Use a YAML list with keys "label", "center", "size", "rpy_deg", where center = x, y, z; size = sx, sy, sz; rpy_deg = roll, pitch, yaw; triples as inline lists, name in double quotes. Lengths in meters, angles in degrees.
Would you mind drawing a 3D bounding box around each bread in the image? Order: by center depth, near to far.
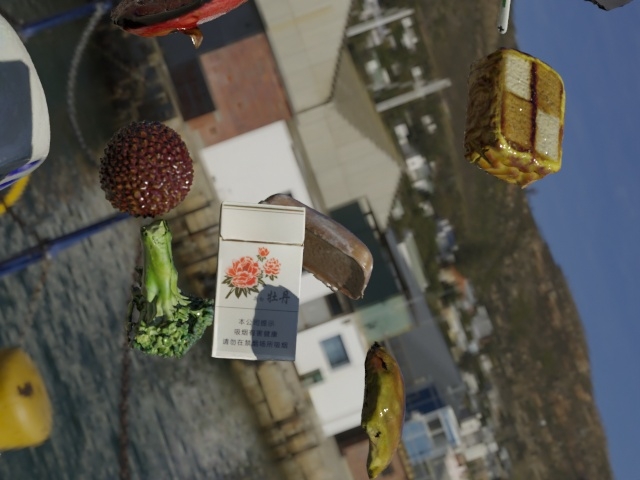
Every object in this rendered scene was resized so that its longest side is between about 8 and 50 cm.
- label: "bread"
  center: [0.327, -0.202, 1.883]
  size: [0.096, 0.181, 0.222]
  rpy_deg: [-28, -134, 49]

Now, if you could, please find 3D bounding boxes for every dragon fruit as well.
- label: "dragon fruit"
  center: [-0.140, -0.394, 1.680]
  size: [0.100, 0.343, 0.282]
  rpy_deg: [51, -4, -30]

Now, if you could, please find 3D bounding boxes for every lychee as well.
- label: "lychee"
  center: [-0.315, -0.129, 2.087]
  size: [0.188, 0.188, 0.188]
  rpy_deg: [160, -90, -89]

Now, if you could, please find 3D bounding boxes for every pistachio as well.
- label: "pistachio"
  center: [0.077, 0.206, 1.345]
  size: [0.089, 0.049, 0.172]
  rpy_deg: [-44, 134, -69]

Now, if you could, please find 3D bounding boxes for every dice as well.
- label: "dice"
  center: [-0.638, -0.217, 1.878]
  size: [0.304, 0.277, 0.304]
  rpy_deg: [-23, -87, 51]

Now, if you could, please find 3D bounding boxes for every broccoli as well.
- label: "broccoli"
  center: [-0.295, 0.078, 2.143]
  size: [0.198, 0.177, 0.274]
  rpy_deg: [-127, -151, -72]

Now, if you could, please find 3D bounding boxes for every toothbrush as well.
- label: "toothbrush"
  center: [0.359, -0.510, 2.183]
  size: [0.304, 0.030, 0.030]
  rpy_deg: [87, -15, -55]

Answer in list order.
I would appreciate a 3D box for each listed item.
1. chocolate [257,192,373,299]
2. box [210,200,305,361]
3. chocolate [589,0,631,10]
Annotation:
- label: "chocolate"
  center: [-0.001, -0.001, 2.196]
  size: [0.261, 0.083, 0.161]
  rpy_deg: [33, -29, 9]
- label: "box"
  center: [-0.080, 0.053, 1.438]
  size: [0.029, 0.109, 0.198]
  rpy_deg: [160, -66, -79]
- label: "chocolate"
  center: [0.376, -0.404, 1.584]
  size: [0.133, 0.156, 0.156]
  rpy_deg: [34, -31, 52]
